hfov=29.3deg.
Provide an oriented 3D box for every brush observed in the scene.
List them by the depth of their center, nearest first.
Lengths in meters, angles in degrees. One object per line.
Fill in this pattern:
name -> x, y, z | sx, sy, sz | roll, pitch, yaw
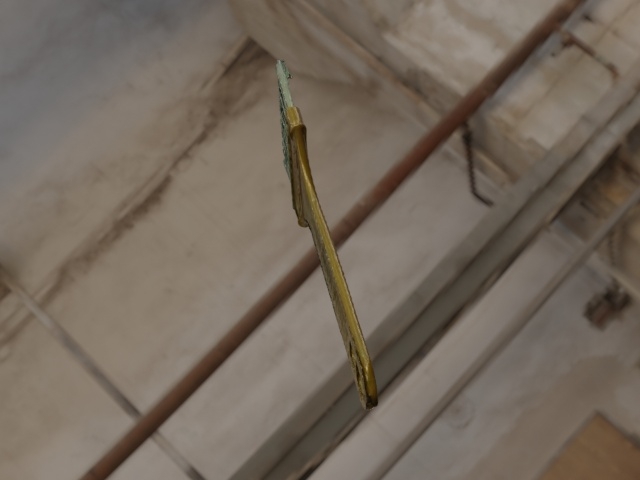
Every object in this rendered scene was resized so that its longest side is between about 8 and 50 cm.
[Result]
brush -> 0.000, 0.000, 0.640 | 0.010, 0.218, 0.082 | -11, -42, -6
